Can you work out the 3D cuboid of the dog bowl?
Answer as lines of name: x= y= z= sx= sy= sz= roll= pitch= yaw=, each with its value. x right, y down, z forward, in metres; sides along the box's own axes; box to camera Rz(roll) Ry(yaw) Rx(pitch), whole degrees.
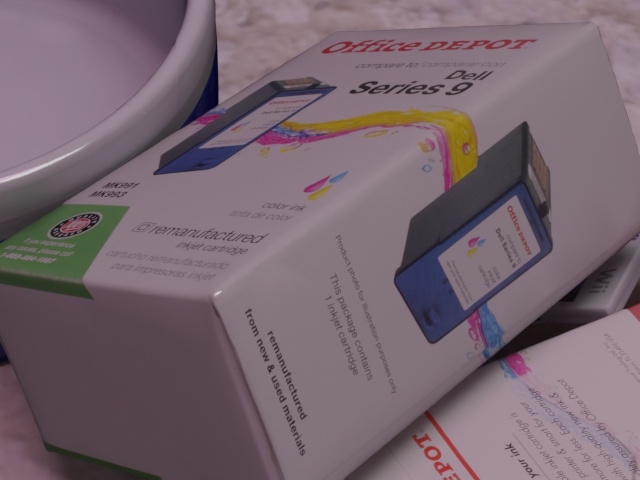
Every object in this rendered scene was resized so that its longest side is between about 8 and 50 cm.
dog bowl: x=-0.177 y=-0.070 z=0.853 sx=0.265 sy=0.104 sz=0.265 roll=0 pitch=45 yaw=0

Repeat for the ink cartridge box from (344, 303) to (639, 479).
ink cartridge box: x=0.090 y=0.102 z=0.711 sx=0.198 sy=0.067 sz=0.115 roll=-19 pitch=47 yaw=-20

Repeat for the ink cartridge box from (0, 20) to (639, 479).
ink cartridge box: x=0.000 y=0.000 z=0.739 sx=0.212 sy=0.093 sz=0.154 roll=-34 pitch=25 yaw=-34

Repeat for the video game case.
video game case: x=0.083 y=0.003 z=0.813 sx=0.122 sy=0.011 sz=0.087 roll=0 pitch=39 yaw=36
